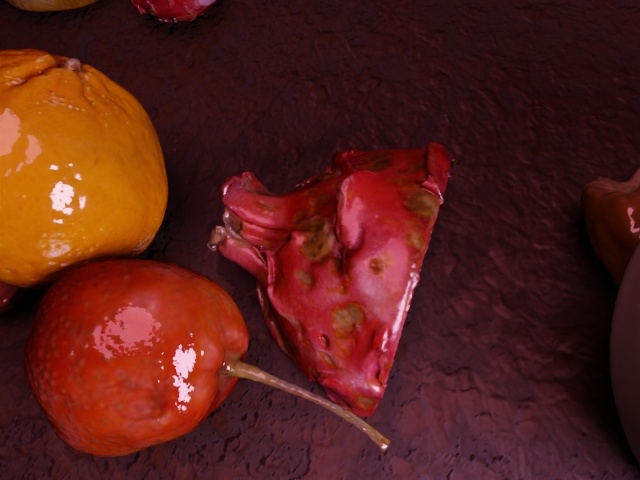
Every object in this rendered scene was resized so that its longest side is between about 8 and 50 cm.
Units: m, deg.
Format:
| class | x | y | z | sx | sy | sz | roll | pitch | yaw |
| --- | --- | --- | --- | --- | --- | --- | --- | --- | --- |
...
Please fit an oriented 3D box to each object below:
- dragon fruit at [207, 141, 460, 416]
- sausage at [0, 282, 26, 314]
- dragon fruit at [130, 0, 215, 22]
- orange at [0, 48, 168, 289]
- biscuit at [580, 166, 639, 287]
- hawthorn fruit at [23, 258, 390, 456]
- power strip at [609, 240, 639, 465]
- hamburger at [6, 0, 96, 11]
| class | x | y | z | sx | sy | sz | roll | pitch | yaw |
| --- | --- | --- | --- | --- | --- | --- | --- | --- | --- |
| dragon fruit | 0.000 | 0.000 | 0.491 | 0.211 | 0.134 | 0.262 | 11 | 68 | 13 |
| sausage | -0.375 | 0.019 | 0.548 | 0.193 | 0.077 | 0.077 | 16 | 69 | 12 |
| dragon fruit | -0.143 | -0.326 | 0.672 | 0.190 | 0.094 | 0.094 | -28 | 67 | -20 |
| orange | -0.242 | -0.064 | 0.496 | 0.219 | 0.193 | 0.219 | 26 | 46 | -30 |
| biscuit | 0.380 | -0.009 | 0.479 | 0.274 | 0.091 | 0.213 | -16 | 78 | -3 |
| hawthorn fruit | -0.086 | 0.101 | 0.433 | 0.285 | 0.165 | 0.165 | 8 | 67 | 16 |
| power strip | 0.383 | 0.073 | 0.335 | 0.357 | 0.161 | 0.358 | 0 | 94 | -2 |
| hamburger | -0.348 | -0.399 | 0.700 | 0.189 | 0.122 | 0.215 | 16 | 67 | 14 |
